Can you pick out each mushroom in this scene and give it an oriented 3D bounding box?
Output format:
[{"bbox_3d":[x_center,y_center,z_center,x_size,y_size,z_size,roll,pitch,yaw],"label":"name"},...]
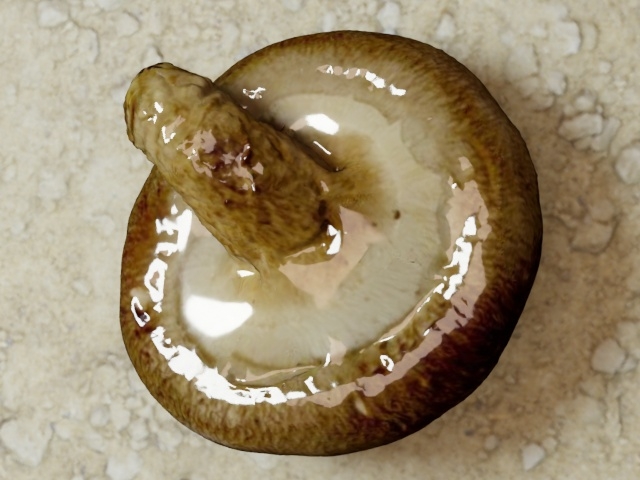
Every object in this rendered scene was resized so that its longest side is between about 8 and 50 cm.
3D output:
[{"bbox_3d":[0.007,0.001,1.017,0.345,0.239,0.345,7,110,20],"label":"mushroom"}]
